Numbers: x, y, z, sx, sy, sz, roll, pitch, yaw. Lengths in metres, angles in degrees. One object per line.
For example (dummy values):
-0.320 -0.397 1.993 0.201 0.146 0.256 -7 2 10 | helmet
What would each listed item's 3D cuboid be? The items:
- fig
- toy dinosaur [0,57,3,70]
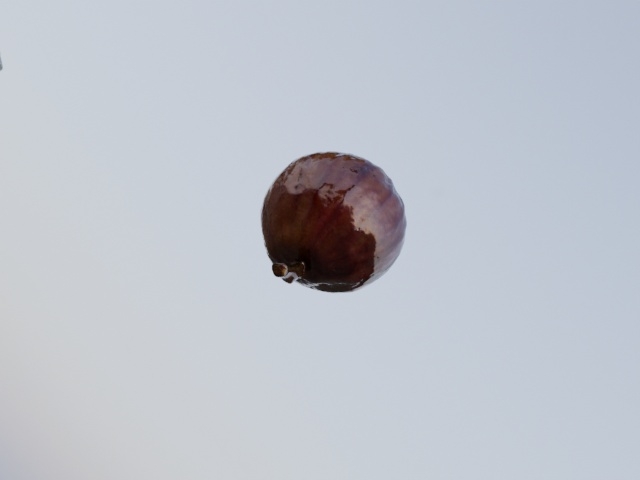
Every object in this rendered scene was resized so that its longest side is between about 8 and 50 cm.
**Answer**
0.013 -0.007 1.114 0.128 0.128 0.150 58 8 -32 | fig
-0.225 -0.096 0.519 0.075 0.188 0.247 70 4 -79 | toy dinosaur
